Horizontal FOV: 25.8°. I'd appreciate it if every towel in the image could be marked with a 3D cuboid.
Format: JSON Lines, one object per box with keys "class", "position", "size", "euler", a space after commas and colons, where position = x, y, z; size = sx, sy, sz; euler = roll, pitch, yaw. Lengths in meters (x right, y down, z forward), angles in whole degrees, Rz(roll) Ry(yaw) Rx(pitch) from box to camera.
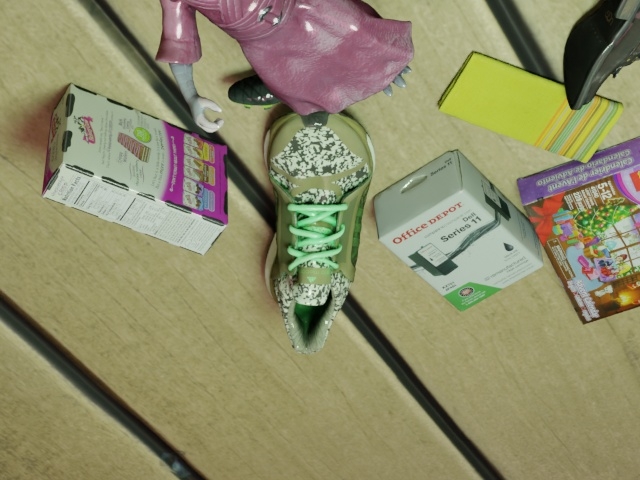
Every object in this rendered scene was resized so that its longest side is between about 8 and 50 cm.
{"class": "towel", "position": [0.282, -0.178, 1.867], "size": [0.237, 0.021, 0.102], "euler": [17, 127, -19]}

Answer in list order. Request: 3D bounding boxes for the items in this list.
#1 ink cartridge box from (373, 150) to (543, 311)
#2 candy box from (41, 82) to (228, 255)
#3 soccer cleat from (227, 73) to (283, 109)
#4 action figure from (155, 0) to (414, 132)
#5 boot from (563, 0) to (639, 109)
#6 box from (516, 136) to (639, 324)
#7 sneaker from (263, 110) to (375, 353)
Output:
{"class": "ink cartridge box", "position": [0.195, -0.011, 1.983], "size": [0.153, 0.087, 0.208], "euler": [-32, 129, 25]}
{"class": "candy box", "position": [-0.238, -0.091, 1.817], "size": [0.233, 0.159, 0.071], "euler": [22, 129, -24]}
{"class": "soccer cleat", "position": [-0.033, -0.215, 1.782], "size": [0.178, 0.060, 0.072], "euler": [-10, 127, -3]}
{"class": "action figure", "position": [-0.061, -0.274, 1.506], "size": [0.248, 0.276, 0.370], "euler": [-33, 143, 25]}
{"class": "boot", "position": [0.445, -0.252, 1.752], "size": [0.229, 0.091, 0.263], "euler": [5, 140, -16]}
{"class": "box", "position": [0.427, -0.010, 2.022], "size": [0.201, 0.057, 0.293], "euler": [-20, 134, 15]}
{"class": "sneaker", "position": [0.000, 0.000, 1.912], "size": [0.158, 0.182, 0.410], "euler": [-2, 136, -2]}
